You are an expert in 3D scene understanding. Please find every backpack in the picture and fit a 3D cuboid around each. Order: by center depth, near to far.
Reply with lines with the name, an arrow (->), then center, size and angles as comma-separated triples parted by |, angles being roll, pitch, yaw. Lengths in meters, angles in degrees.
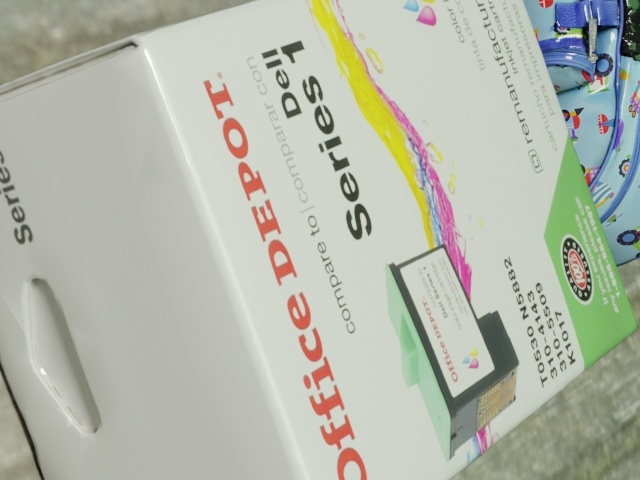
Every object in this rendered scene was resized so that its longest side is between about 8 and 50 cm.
backpack -> 0.108, -0.073, 0.877 | 0.117, 0.158, 0.173 | 8, 80, -47

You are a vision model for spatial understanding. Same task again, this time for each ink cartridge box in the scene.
ink cartridge box -> 0.000, 0.000, 0.724 | 0.278, 0.117, 0.201 | -27, 99, -54
